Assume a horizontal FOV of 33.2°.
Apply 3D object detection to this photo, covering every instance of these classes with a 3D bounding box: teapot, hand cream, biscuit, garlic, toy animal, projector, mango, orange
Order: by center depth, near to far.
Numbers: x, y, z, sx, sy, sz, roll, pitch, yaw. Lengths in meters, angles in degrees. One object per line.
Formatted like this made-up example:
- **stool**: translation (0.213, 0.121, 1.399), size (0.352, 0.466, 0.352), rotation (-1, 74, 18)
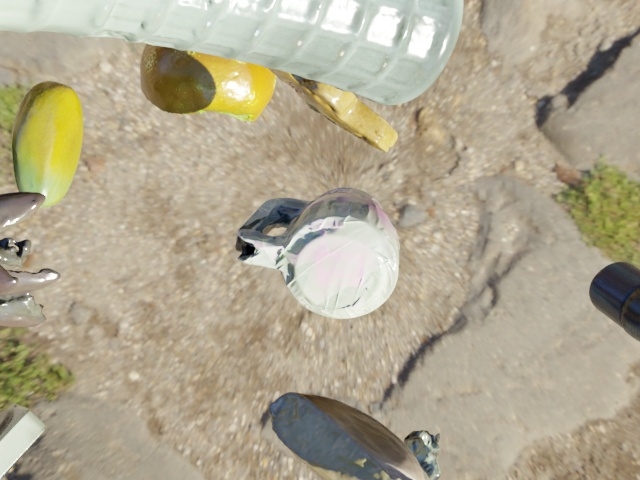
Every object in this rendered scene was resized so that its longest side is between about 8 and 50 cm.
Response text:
- **hand cream**: translation (0.370, 0.112, 0.994), size (0.061, 0.120, 0.270), rotation (-55, 48, 8)
- **biscuit**: translation (-0.023, -0.164, 1.057), size (0.225, 0.166, 0.036), rotation (38, 94, -17)
- **garlic**: translation (0.039, 0.231, 1.127), size (0.196, 0.101, 0.087), rotation (35, 92, 30)
- **teapot**: translation (0.006, 0.012, 1.548), size (0.222, 0.178, 0.163), rotation (-13, 114, 13)
- **mango**: translation (-0.404, -0.140, 1.587), size (0.092, 0.130, 0.194), rotation (1, 66, 7)
- **toy animal**: translation (0.116, 0.352, 1.669), size (0.073, 0.217, 0.176), rotation (26, 92, -7)
- **orange**: translation (-0.188, -0.299, 1.850), size (0.237, 0.158, 0.179), rotation (10, 61, -14)
- **projector**: translation (-0.628, 0.408, 1.960), size (0.079, 0.257, 0.259), rotation (45, 70, -12)

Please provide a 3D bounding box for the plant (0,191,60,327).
- **plant**: translation (-0.452, 0.011, 1.154), size (0.321, 0.194, 0.181), rotation (-2, 86, -25)

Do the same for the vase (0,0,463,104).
- **vase**: translation (-0.063, -0.154, 0.612), size (0.299, 0.143, 0.143), rotation (6, 92, -33)
